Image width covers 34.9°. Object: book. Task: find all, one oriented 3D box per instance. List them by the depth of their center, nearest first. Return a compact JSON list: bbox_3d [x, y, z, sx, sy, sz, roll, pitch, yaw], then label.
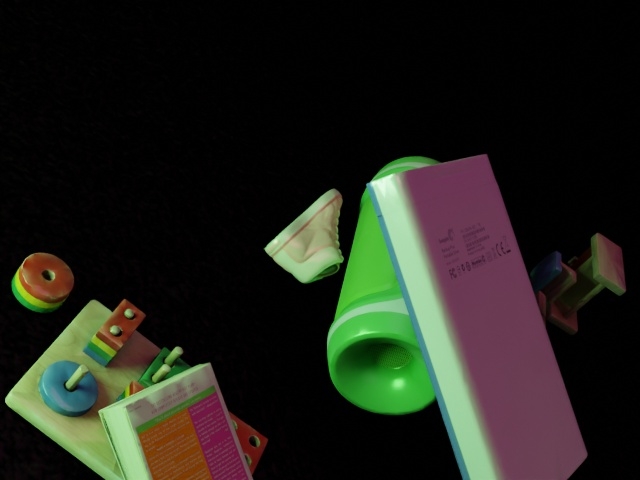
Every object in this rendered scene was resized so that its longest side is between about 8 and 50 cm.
[{"bbox_3d":[-0.096,0.176,0.767,0.096,0.035,0.144,-21,93,-47],"label":"book"}]

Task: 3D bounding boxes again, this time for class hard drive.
[{"bbox_3d":[0.153,0.083,0.949,0.210,0.040,0.319,-16,88,-58],"label":"hard drive"}]

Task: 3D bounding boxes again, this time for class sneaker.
[{"bbox_3d":[0.000,0.000,1.076,0.070,0.051,0.134,45,39,1],"label":"sneaker"}]

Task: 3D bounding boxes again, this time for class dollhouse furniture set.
[{"bbox_3d":[0.221,0.036,1.129,0.129,0.184,0.129,32,36,-13],"label":"dollhouse furniture set"}]

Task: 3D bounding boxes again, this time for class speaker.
[{"bbox_3d":[0.086,0.036,1.053,0.131,0.131,0.296,33,37,-13],"label":"speaker"}]

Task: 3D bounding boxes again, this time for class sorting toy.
[{"bbox_3d":[-0.149,0.122,0.813,0.274,0.046,0.132,39,36,-5],"label":"sorting toy"}]
